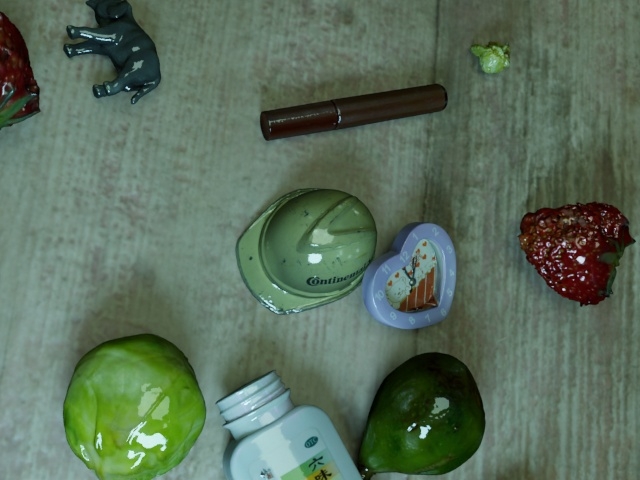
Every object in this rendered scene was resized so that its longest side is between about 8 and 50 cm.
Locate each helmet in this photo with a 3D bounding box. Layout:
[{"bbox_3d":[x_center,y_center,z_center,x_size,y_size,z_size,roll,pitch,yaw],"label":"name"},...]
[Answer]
[{"bbox_3d":[-0.002,0.001,1.409,0.258,0.137,0.204,-32,87,-22],"label":"helmet"}]

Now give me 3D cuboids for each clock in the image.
[{"bbox_3d":[0.159,0.073,1.474,0.198,0.064,0.172,-47,116,-21],"label":"clock"}]

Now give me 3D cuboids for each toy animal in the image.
[{"bbox_3d":[-0.359,-0.346,1.422,0.137,0.082,0.269,-22,79,-24],"label":"toy animal"}]

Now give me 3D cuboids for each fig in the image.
[{"bbox_3d":[0.147,0.294,1.364,0.245,0.195,0.195,-31,86,7],"label":"fig"}]

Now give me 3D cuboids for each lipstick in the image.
[{"bbox_3d":[0.066,-0.234,1.535,0.357,0.057,0.057,-13,80,-20],"label":"lipstick"}]

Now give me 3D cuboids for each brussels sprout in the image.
[{"bbox_3d":[-0.274,0.245,1.248,0.223,0.161,0.223,5,77,-23],"label":"brussels sprout"}]

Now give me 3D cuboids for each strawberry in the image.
[{"bbox_3d":[-0.571,-0.273,1.255,0.250,0.238,0.288,-25,75,-26],"label":"strawberry"},{"bbox_3d":[0.457,0.011,1.542,0.202,0.186,0.184,21,26,15],"label":"strawberry"}]

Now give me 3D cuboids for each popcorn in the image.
[{"bbox_3d":[0.330,-0.359,1.649,0.083,0.059,0.068,31,69,1],"label":"popcorn"}]

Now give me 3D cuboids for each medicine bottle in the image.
[{"bbox_3d":[-0.041,0.366,1.312,0.179,0.124,0.324,-26,84,-21],"label":"medicine bottle"}]
